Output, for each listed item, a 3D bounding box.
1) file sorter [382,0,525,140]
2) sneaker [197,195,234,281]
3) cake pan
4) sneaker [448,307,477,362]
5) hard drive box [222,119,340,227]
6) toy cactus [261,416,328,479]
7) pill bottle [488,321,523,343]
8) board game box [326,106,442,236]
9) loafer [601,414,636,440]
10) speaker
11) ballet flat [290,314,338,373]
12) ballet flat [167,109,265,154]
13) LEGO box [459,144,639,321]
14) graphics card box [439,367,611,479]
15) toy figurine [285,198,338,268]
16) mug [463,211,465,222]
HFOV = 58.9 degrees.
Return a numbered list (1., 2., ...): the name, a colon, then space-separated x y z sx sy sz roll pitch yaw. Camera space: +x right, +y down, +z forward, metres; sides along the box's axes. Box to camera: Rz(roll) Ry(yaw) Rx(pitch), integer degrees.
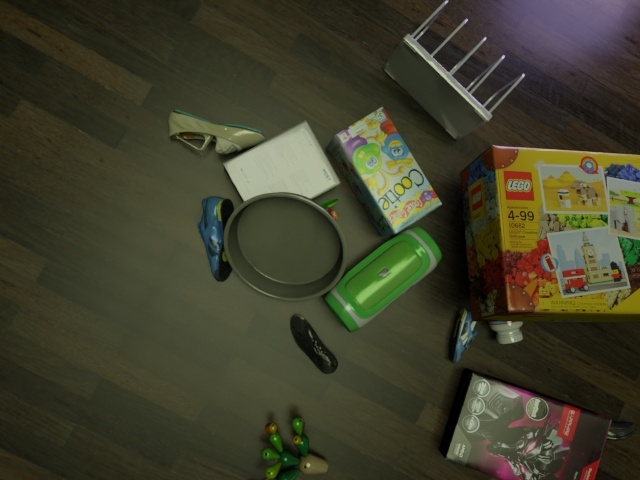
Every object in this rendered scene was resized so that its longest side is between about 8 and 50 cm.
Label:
1. file sorter: 0.332 -0.427 1.424 0.278 0.193 0.173 43 81 -4
2. sneaker: -0.260 -0.004 1.398 0.082 0.069 0.209 3 97 25
3. cake pan: -0.079 0.011 1.329 0.294 0.054 0.293 5 121 9
4. sneaker: 0.373 0.251 1.467 0.059 0.053 0.144 19 86 -8
5. hard drive box: -0.096 -0.160 1.405 0.232 0.089 0.181 -28 92 -7
6. toy cactus: -0.070 0.538 1.386 0.181 0.112 0.218 23 82 -25
7. pill bottle: 0.472 0.181 1.465 0.087 0.087 0.160 -12 88 -8
8. board game box: 0.154 -0.164 1.411 0.142 0.144 0.275 -32 92 -8
9. loafer: 0.753 0.495 1.502 0.170 0.062 0.061 -7 85 -8
10. speaker: 0.155 0.094 1.409 0.297 0.131 0.131 -38 93 -7
11. ballet flat: -0.019 0.261 1.427 0.057 0.049 0.173 -35 88 25
12. ballet flat: -0.259 -0.250 1.382 0.249 0.086 0.086 15 85 10
13. LEGO box: 0.605 -0.003 1.321 0.501 0.193 0.372 1 76 -11
14. graphics card box: 0.513 0.492 1.432 0.371 0.094 0.232 19 86 3
15. toy figurine: 0.000 0.000 1.418 0.173 0.130 0.159 -30 106 -32
16. mug: 0.467 -0.087 1.467 0.169 0.113 0.150 -25 93 -11
